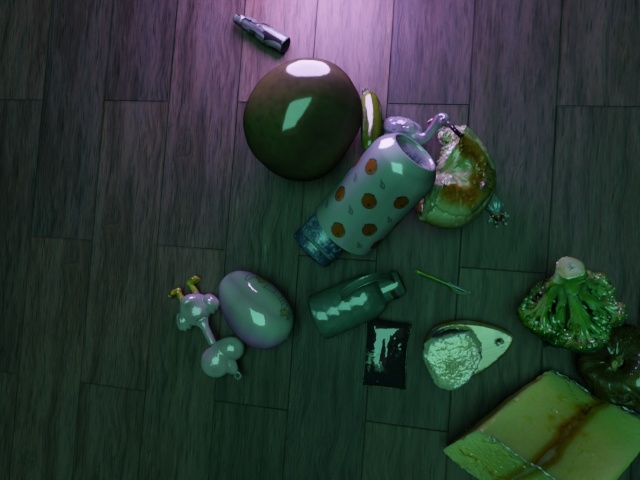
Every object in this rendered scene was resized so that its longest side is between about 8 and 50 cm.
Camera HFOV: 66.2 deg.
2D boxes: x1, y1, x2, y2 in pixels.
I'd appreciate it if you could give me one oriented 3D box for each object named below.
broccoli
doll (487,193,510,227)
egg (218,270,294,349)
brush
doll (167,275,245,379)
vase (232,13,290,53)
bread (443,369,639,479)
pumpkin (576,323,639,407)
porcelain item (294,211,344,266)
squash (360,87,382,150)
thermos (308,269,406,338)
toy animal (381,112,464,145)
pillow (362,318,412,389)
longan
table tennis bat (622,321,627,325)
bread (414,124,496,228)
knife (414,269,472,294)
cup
[{"bbox_3d":[0.678,0.152,1.313,0.254,0.269,0.268,14,90,38],"label":"broccoli"},{"bbox_3d":[0.521,-0.095,1.463,0.057,0.039,0.114,-14,95,52],"label":"doll"},{"bbox_3d":[-0.199,0.208,1.513,0.196,0.196,0.271,-36,68,7],"label":"egg"},{"bbox_3d":[0.425,0.310,1.401,0.267,0.166,0.174,-18,84,7],"label":"brush"},{"bbox_3d":[-0.361,0.295,1.588,0.160,0.094,0.365,-34,83,0],"label":"doll"},{"bbox_3d":[-0.199,-0.688,1.614,0.212,0.060,0.059,32,94,10],"label":"vase"},{"bbox_3d":[0.633,0.557,1.371,0.405,0.242,0.346,-34,67,-30],"label":"bread"},{"bbox_3d":[0.793,0.334,1.303,0.219,0.162,0.218,-27,52,40],"label":"pumpkin"},{"bbox_3d":[0.000,0.000,1.503,0.114,0.147,0.147,-44,81,7],"label":"porcelain item"},{"bbox_3d":[0.155,-0.372,1.493,0.066,0.066,0.251,-4,62,11],"label":"squash"},{"bbox_3d":[0.109,0.171,1.464,0.287,0.182,0.144,-26,57,9],"label":"thermos"},{"bbox_3d":[0.262,-0.313,1.464,0.324,0.091,0.195,-27,67,36],"label":"toy animal"},{"bbox_3d":[0.200,0.345,1.496,0.142,0.055,0.208,6,89,6],"label":"pillow"},{"bbox_3d":[-0.047,-0.356,1.454,0.361,0.361,0.360,0,88,11],"label":"longan"},{"bbox_3d":[0.885,0.281,1.387,0.098,0.019,0.154,-33,85,9],"label":"table tennis bat"},{"bbox_3d":[0.401,-0.168,1.420,0.192,0.171,0.313,18,74,-11],"label":"bread"},{"bbox_3d":[0.371,0.129,1.490,0.184,0.022,0.026,23,66,11],"label":"knife"},{"bbox_3d":[0.162,-0.136,1.382,0.212,0.212,0.317,48,124,9],"label":"cup"}]
